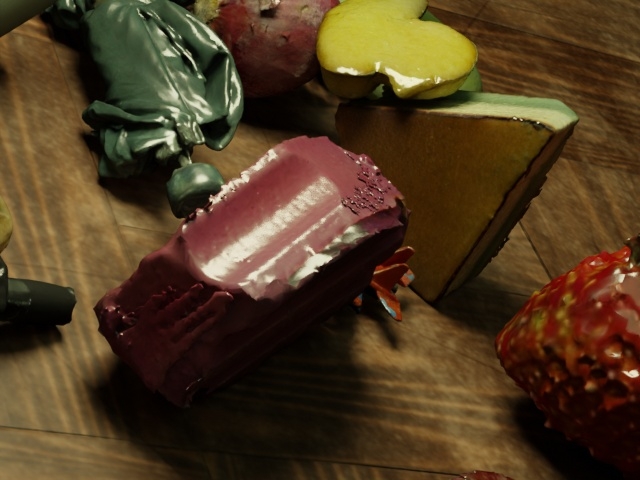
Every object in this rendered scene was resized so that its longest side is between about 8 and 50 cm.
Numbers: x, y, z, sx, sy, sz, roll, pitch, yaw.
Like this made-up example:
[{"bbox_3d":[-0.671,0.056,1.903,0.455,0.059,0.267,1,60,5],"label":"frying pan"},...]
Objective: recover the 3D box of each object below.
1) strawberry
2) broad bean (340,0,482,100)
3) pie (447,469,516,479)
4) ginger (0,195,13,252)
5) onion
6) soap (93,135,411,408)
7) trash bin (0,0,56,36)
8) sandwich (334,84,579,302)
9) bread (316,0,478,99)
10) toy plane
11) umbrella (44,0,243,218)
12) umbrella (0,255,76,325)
[{"bbox_3d":[0.345,0.094,1.736,0.343,0.292,0.292,19,34,-29],"label":"strawberry"},{"bbox_3d":[0.080,-0.196,2.065,0.228,0.100,0.169,8,46,-38],"label":"broad bean"},{"bbox_3d":[0.150,0.248,1.574,0.154,0.038,0.153,23,35,-17],"label":"pie"},{"bbox_3d":[-0.322,-0.028,1.510,0.214,0.059,0.133,-10,60,-47],"label":"ginger"},{"bbox_3d":[-0.042,-0.207,1.919,0.195,0.159,0.159,15,35,-44],"label":"onion"},{"bbox_3d":[-0.051,0.028,1.556,0.112,0.182,0.289,43,49,13],"label":"soap"},{"bbox_3d":[-0.376,-0.234,1.540,0.280,0.280,0.432,36,28,5],"label":"trash bin"},{"bbox_3d":[0.111,-0.084,1.819,0.186,0.220,0.108,42,34,12],"label":"sandwich"},{"bbox_3d":[0.073,-0.172,1.835,0.149,0.065,0.187,6,32,6],"label":"bread"},{"bbox_3d":[-0.001,0.003,1.754,0.189,0.061,0.130,27,32,-3],"label":"toy plane"},{"bbox_3d":[-0.149,-0.144,1.765,0.094,0.143,0.349,48,13,-50],"label":"umbrella"},{"bbox_3d":[-0.289,0.034,1.392,0.118,0.118,0.340,50,19,25],"label":"umbrella"}]
